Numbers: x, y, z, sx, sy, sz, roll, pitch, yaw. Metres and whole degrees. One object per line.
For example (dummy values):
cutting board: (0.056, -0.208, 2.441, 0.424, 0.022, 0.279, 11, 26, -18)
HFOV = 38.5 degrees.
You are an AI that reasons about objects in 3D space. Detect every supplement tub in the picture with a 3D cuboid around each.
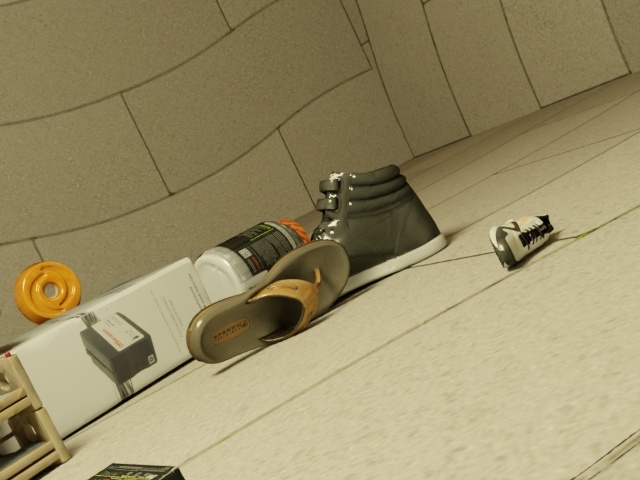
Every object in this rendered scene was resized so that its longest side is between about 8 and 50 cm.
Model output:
supplement tub: (-0.106, 0.040, 1.492, 0.117, 0.117, 0.190, -21, 7, 45)

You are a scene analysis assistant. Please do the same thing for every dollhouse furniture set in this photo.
dollhouse furniture set: (-0.389, 0.217, 0.961, 0.183, 0.129, 0.129, -22, 6, 40)

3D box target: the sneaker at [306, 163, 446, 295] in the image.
sneaker: (0.000, 0.000, 1.157, 0.295, 0.147, 0.104, -25, 4, -8)

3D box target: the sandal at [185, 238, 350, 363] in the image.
sandal: (-0.050, 0.075, 1.047, 0.219, 0.090, 0.060, -26, 21, -24)

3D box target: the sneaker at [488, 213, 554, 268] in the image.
sneaker: (0.194, -0.005, 0.882, 0.043, 0.040, 0.109, -21, 7, 30)

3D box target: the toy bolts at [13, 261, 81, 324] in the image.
toy bolts: (-0.388, 0.147, 1.450, 0.228, 0.218, 0.158, -7, -13, -34)

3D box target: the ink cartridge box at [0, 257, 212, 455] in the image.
ink cartridge box: (-0.318, 0.158, 1.234, 0.307, 0.129, 0.223, -30, 8, -41)

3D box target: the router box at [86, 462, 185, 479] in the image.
router box: (-0.144, 0.184, 0.591, 0.092, 0.038, 0.122, -28, 5, -34)
